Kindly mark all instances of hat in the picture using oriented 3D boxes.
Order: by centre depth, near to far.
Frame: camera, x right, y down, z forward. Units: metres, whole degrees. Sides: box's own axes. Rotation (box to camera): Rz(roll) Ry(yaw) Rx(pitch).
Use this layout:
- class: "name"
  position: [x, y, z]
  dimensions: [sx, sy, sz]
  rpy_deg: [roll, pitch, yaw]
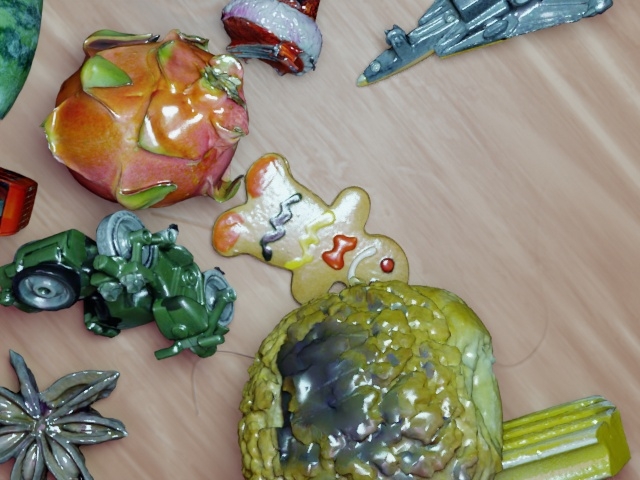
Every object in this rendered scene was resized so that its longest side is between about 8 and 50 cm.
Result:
- class: "hat"
  position: [-0.023, -0.304, 1.322]
  dimensions: [0.129, 0.140, 0.227]
  rpy_deg: [32, 80, -16]

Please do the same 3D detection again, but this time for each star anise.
- class: "star anise"
  position: [-0.344, 0.241, 1.369]
  dimensions: [0.212, 0.073, 0.196]
  rpy_deg: [11, 91, -1]

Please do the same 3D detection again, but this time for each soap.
- class: "soap"
  position: [0.264, 0.264, 1.372]
  dimensions: [0.232, 0.140, 0.073]
  rpy_deg: [-15, 99, -2]

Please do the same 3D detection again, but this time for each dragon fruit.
- class: "dragon fruit"
  position: [-0.190, -0.142, 1.278]
  dimensions: [0.227, 0.224, 0.224]
  rpy_deg: [-10, 96, 3]

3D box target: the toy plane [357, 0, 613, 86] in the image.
- class: "toy plane"
  position: [0.175, -0.283, 1.340]
  dimensions: [0.316, 0.103, 0.204]
  rpy_deg: [-28, 63, 3]

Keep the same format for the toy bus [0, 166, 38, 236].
- class: "toy bus"
  position: [-0.386, -0.045, 1.279]
  dimensions: [0.089, 0.195, 0.081]
  rpy_deg: [14, 94, -8]

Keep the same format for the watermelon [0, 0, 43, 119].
- class: "watermelon"
  position: [-0.438, -0.292, 1.278]
  dimensions: [0.201, 0.213, 0.261]
  rpy_deg: [13, 89, 12]

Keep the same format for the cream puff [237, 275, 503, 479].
- class: "cream puff"
  position: [0.054, 0.191, 1.257]
  dimensions: [0.343, 0.327, 0.231]
  rpy_deg: [-57, 140, -8]

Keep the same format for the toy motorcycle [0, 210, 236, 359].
- class: "toy motorcycle"
  position: [-0.234, 0.064, 1.303]
  dimensions: [0.205, 0.275, 0.127]
  rpy_deg: [-18, 54, 26]

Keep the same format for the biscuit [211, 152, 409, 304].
- class: "biscuit"
  position: [0.000, 0.000, 1.386]
  dimensions: [0.250, 0.036, 0.165]
  rpy_deg: [30, 94, -6]
